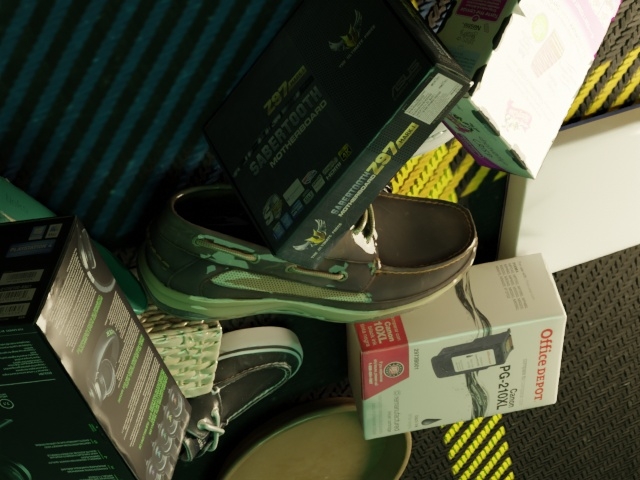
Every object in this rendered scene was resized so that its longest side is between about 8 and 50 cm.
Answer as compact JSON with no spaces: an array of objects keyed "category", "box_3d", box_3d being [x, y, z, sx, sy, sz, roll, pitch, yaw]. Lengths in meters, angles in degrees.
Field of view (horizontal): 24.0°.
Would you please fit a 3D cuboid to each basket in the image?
[{"category":"basket","box_3d":[-0.192,0.103,1.524,0.167,0.103,0.113,-9,135,-24]}]

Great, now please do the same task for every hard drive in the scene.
[{"category":"hard drive","box_3d":[0.359,-0.072,1.741,0.318,0.040,0.210,-17,139,-17]}]

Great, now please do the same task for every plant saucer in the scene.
[{"category":"plant saucer","box_3d":[-0.017,0.290,1.880,0.278,0.041,0.278,-18,138,-17]}]

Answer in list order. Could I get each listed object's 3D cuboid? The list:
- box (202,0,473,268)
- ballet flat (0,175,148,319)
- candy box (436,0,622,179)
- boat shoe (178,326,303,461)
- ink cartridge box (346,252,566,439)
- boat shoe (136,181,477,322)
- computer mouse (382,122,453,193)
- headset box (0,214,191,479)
[{"category":"box","box_3d":[0.009,-0.119,1.357,0.059,0.183,0.233,20,120,-43]},{"category":"ballet flat","box_3d":[-0.263,0.014,1.408,0.077,0.091,0.241,-29,133,21]},{"category":"candy box","box_3d":[0.191,-0.197,1.400,0.159,0.071,0.233,42,71,-49]},{"category":"boat shoe","box_3d":[-0.148,0.192,1.645,0.301,0.102,0.108,-20,139,-13]},{"category":"ink cartridge box","box_3d":[0.154,0.123,1.732,0.237,0.100,0.172,-10,138,-6]},{"category":"boat shoe","box_3d":[0.000,0.000,1.487,0.355,0.132,0.130,-6,144,-20]},{"category":"computer mouse","box_3d":[0.096,-0.109,1.533,0.193,0.042,0.106,-39,139,10]},{"category":"headset box","box_3d":[-0.280,0.132,1.357,0.246,0.131,0.283,-7,133,21]}]
